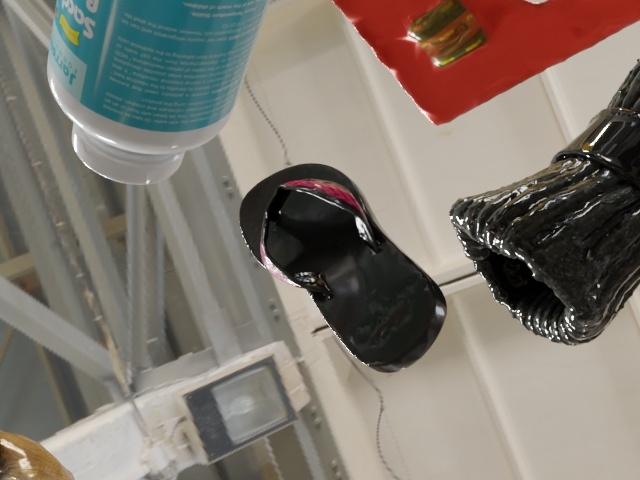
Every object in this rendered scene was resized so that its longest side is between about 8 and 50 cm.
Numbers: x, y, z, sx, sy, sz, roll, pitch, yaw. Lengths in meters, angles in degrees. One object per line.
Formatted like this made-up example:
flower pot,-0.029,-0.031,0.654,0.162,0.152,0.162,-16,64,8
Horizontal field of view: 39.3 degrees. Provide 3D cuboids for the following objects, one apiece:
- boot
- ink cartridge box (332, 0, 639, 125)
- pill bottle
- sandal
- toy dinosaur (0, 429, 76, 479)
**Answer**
boot,0.208,-0.068,0.487,0.260,0.348,0.131,-31,-110,-6
ink cartridge box,0.021,-0.218,0.342,0.385,0.091,0.308,47,-41,-18
pill bottle,-0.116,-0.164,0.650,0.146,0.146,0.264,36,-47,11
sandal,0.000,0.000,0.450,0.067,0.040,0.179,-53,-144,5
toy dinosaur,-0.124,0.103,0.369,0.112,0.211,0.064,20,-104,-18
